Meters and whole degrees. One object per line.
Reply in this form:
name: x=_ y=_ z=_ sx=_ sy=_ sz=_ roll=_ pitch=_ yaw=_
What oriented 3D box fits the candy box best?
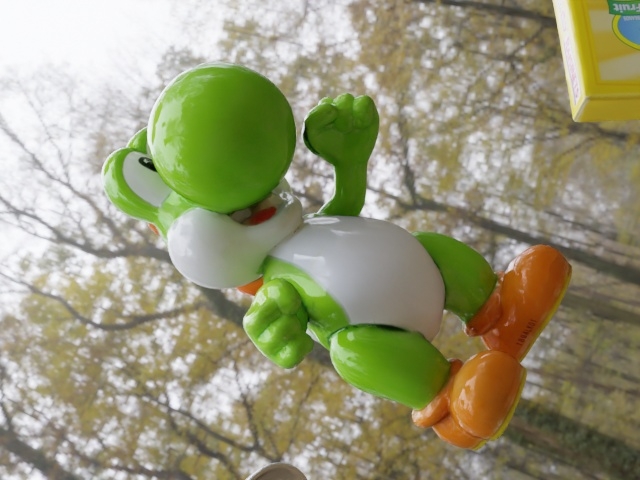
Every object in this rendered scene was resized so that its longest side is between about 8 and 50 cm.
candy box: x=0.222 y=-0.112 z=0.469 sx=0.027 sy=0.206 sz=0.105 roll=90 pitch=177 yaw=-69

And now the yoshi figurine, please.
yoshi figurine: x=0.001 y=-0.009 z=0.699 sx=0.203 sy=0.362 sz=0.203 roll=-64 pitch=-8 yaw=10

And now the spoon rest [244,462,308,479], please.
spoon rest: x=-0.111 y=0.356 z=1.161 sx=0.276 sy=0.084 sz=0.137 roll=-2 pitch=-93 yaw=-39
